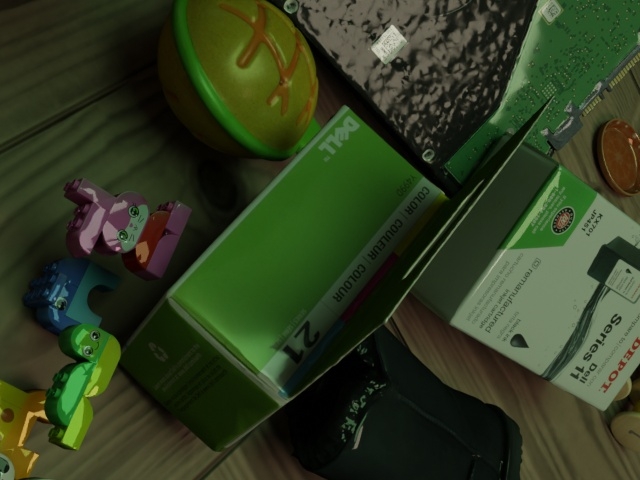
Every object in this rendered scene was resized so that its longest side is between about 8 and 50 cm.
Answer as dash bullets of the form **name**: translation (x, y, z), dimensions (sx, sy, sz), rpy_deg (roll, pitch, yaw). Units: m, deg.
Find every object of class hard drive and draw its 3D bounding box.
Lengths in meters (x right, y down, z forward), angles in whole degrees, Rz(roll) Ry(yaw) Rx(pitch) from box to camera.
- **hard drive**: translation (0.105, -0.198, 0.833), dimensions (0.237, 0.064, 0.339), rpy_deg (-47, 124, 2)

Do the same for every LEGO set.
- **LEGO set**: translation (-0.173, 0.062, 0.608), dimensions (0.093, 0.087, 0.227), rpy_deg (34, 65, -28)

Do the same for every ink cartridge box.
- **ink cartridge box**: translation (0.195, 0.031, 0.900), dimensions (0.208, 0.087, 0.153), rpy_deg (30, 97, -34)
- **ink cartridge box**: translation (0.000, 0.000, 0.638), dimensions (0.097, 0.255, 0.189), rpy_deg (42, 57, -1)

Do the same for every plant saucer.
- **plant saucer**: translation (0.314, -0.086, 1.134), dimensions (0.083, 0.013, 0.083), rpy_deg (13, 70, -40)

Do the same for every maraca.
- **maraca**: translation (-0.046, -0.110, 0.760), dimensions (0.186, 0.099, 0.127), rpy_deg (19, 53, -62)

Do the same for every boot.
- **boot**: translation (0.056, 0.191, 0.768), dimensions (0.207, 0.094, 0.246), rpy_deg (35, 51, -35)

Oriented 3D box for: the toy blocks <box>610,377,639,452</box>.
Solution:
- **toy blocks**: translation (0.317, 0.113, 1.056), dimensions (0.123, 0.054, 0.148), rpy_deg (56, 49, -17)
